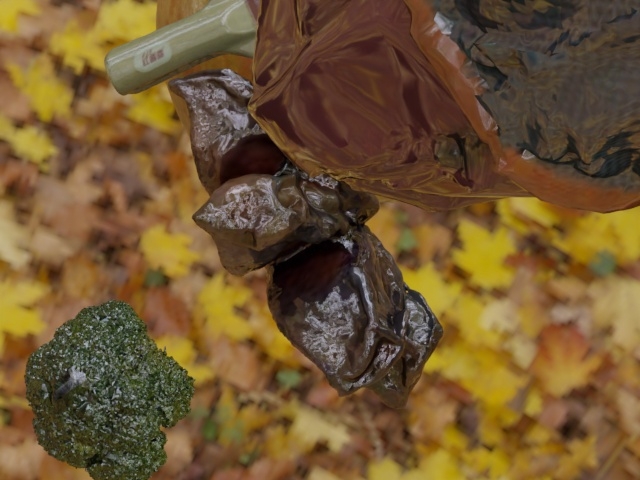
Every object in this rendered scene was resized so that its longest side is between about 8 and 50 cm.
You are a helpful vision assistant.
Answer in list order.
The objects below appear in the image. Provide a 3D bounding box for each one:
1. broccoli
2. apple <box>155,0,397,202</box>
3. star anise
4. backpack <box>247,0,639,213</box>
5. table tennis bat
[{"bbox_3d":[-0.189,0.141,1.737,0.162,0.146,0.138,55,13,23],"label":"broccoli"},{"bbox_3d":[0.003,-0.140,1.544,0.264,0.264,0.264,13,44,-13],"label":"apple"},{"bbox_3d":[-0.004,-0.004,1.202,0.220,0.099,0.214,40,18,-56],"label":"star anise"},{"bbox_3d":[0.101,-0.113,0.578,0.197,0.317,0.283,38,63,-6],"label":"backpack"},{"bbox_3d":[-0.021,-0.150,1.204,0.022,0.246,0.138,-52,119,-75],"label":"table tennis bat"}]
